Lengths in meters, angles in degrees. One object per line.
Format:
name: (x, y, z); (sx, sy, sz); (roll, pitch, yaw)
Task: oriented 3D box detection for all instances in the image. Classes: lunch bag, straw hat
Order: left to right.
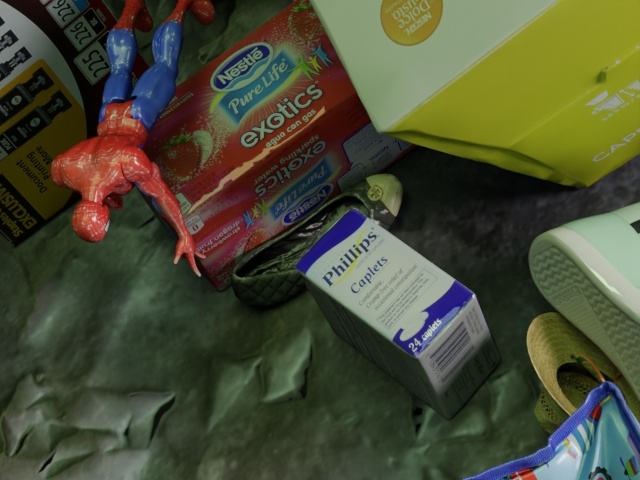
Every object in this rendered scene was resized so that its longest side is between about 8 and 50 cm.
straw hat: (0.201, 0.126, 1.297); (0.061, 0.144, 0.144); (-52, 49, 33)
lunch bag: (0.236, 0.276, 1.109); (0.138, 0.221, 0.293); (-34, 57, -5)

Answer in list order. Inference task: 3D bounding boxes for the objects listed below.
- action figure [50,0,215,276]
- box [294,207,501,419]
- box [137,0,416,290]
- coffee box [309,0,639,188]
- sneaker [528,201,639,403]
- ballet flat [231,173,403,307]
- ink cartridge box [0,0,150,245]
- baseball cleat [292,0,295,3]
action figure: (-0.141, -0.077, 1.364); (0.091, 0.139, 0.280); (-6, 40, 20)
box: (0.064, 0.058, 1.344); (0.137, 0.126, 0.072); (36, 77, 30)
box: (-0.036, -0.095, 1.462); (0.257, 0.128, 0.122); (-37, 58, -6)
coffee box: (0.189, -0.277, 1.288); (0.338, 0.338, 0.334); (-36, 66, 25)
sneaker: (0.295, 0.064, 1.286); (0.151, 0.094, 0.256); (-24, 62, -31)
ballet flat: (0.000, 0.000, 1.441); (0.173, 0.049, 0.057); (-37, 66, -5)
ink cartridge box: (-0.310, -0.142, 1.460); (0.272, 0.309, 0.130); (-39, 57, -3)
baseball cleat: (0.057, -0.272, 1.584); (0.206, 0.072, 0.109); (-23, 50, -9)
